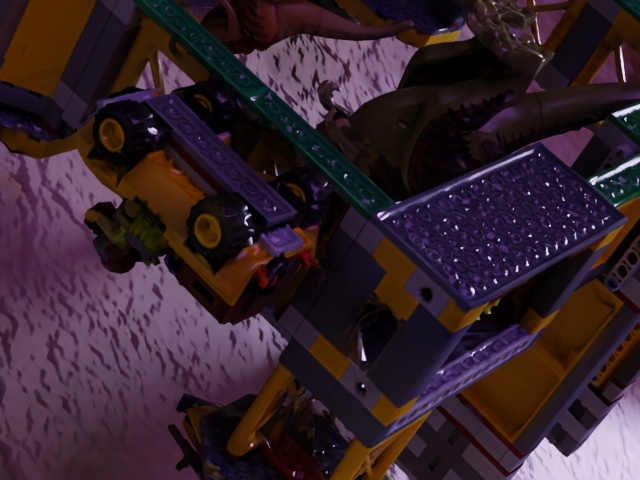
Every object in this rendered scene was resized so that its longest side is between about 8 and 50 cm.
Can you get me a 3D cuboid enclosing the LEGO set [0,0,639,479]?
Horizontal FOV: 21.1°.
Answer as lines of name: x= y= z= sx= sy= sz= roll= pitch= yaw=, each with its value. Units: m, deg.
LEGO set: x=0.000 y=0.000 z=0.591 sx=0.255 sy=0.192 sz=0.331 roll=39 pitch=32 yaw=11
